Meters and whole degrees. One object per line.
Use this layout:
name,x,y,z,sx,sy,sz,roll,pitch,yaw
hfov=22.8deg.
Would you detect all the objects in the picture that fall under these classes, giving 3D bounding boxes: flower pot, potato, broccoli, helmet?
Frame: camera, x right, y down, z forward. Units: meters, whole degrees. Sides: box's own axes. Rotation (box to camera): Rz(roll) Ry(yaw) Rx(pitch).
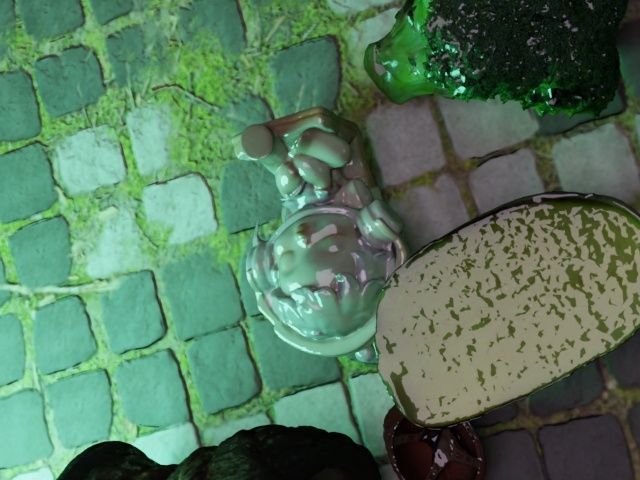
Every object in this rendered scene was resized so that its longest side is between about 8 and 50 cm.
flower pot,-0.106,0.294,1.474,0.267,0.266,0.266,4,91,30
potato,0.175,0.054,1.427,0.271,0.111,0.160,-29,84,7
broccoli,0.136,-0.214,1.406,0.269,0.254,0.269,-22,63,50
helmet,0.112,0.187,1.484,0.089,0.057,0.111,-28,90,22

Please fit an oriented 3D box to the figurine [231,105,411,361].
figurine,0.002,0.001,1.481,0.162,0.141,0.237,-12,86,25
